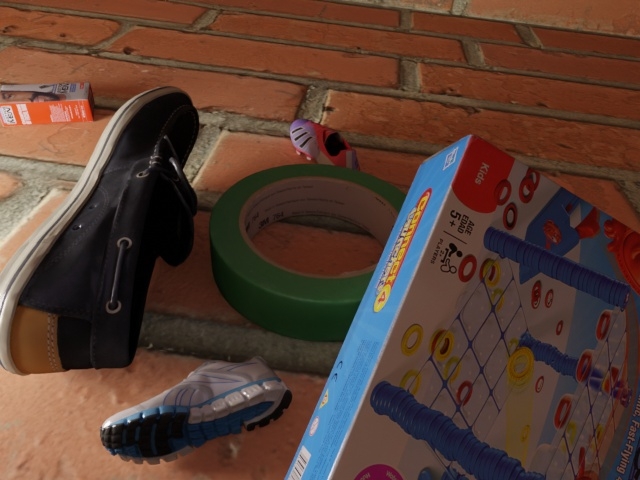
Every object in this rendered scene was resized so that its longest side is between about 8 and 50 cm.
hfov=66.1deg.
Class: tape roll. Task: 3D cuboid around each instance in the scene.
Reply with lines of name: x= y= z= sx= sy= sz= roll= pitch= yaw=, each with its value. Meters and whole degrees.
tape roll: x=0.000 y=0.000 z=0.728 sx=0.321 sy=0.077 sz=0.321 roll=4 pitch=39 yaw=-3

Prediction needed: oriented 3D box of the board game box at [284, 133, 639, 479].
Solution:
board game box: x=0.167 y=0.127 z=0.385 sx=0.301 sy=0.086 sz=0.308 roll=27 pitch=76 yaw=-10

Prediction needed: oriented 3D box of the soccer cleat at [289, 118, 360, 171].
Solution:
soccer cleat: x=0.008 y=-0.186 z=0.939 sx=0.083 sy=0.095 sz=0.248 roll=-10 pitch=43 yaw=-19

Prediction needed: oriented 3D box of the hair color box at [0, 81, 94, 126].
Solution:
hair color box: x=-0.562 y=-0.283 z=1.014 sx=0.167 sy=0.053 sz=0.093 roll=-9 pitch=42 yaw=-16

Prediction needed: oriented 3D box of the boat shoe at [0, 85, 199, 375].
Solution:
boat shoe: x=-0.241 y=-0.039 z=0.669 sx=0.155 sy=0.187 sz=0.500 roll=11 pitch=44 yaw=-2

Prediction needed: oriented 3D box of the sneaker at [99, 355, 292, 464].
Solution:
sneaker: x=-0.132 y=0.170 z=0.521 sx=0.190 sy=0.071 sz=0.083 roll=-7 pitch=34 yaw=-28
